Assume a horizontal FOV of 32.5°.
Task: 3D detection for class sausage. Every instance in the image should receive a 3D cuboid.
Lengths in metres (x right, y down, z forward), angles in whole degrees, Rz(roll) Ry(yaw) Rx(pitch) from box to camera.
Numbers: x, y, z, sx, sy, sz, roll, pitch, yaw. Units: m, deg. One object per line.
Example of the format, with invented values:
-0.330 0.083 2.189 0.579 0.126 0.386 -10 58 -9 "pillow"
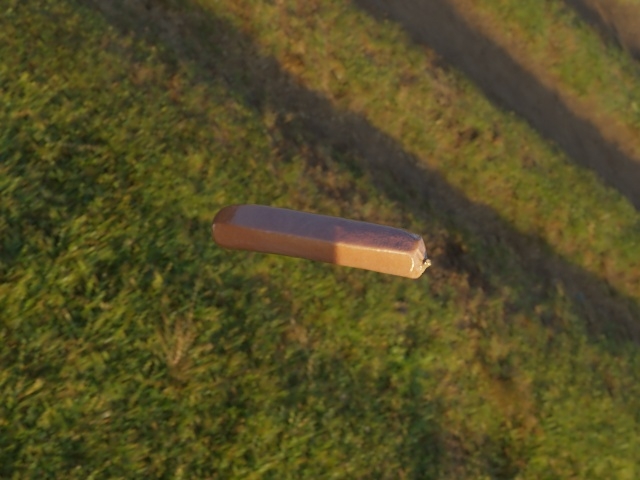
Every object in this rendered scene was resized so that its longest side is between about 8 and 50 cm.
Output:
0.000 0.000 0.706 0.030 0.147 0.035 73 28 -58 "sausage"
